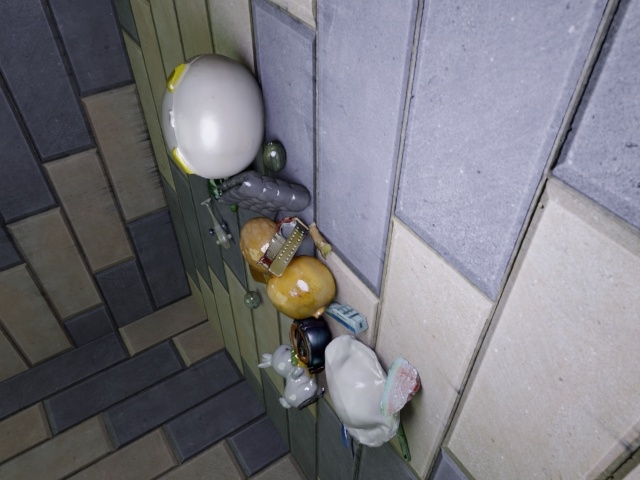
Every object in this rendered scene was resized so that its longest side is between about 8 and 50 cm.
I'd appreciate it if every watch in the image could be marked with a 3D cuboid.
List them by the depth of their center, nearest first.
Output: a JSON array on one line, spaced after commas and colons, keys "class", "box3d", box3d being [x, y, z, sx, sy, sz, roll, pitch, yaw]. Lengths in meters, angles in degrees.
[{"class": "watch", "box3d": [-0.128, 0.032, 1.639, 0.102, 0.268, 0.165, 41, 138, -13]}]

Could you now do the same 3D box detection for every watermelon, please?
[{"class": "watermelon", "box3d": [0.234, 0.439, 1.501, 0.180, 0.081, 0.094, -65, 21, 16]}, {"class": "watermelon", "box3d": [-0.148, -0.269, 1.635, 0.078, 0.078, 0.110, 48, 150, 34]}]

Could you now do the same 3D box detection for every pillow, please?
[{"class": "pillow", "box3d": [-0.191, -0.149, 1.683, 0.326, 0.228, 0.101, -9, 69, 63]}]

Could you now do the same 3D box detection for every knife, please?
[{"class": "knife", "box3d": [0.262, 0.630, 1.716, 0.043, 0.020, 0.293, 17, 129, 57]}]

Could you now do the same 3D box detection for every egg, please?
[{"class": "egg", "box3d": [-0.342, 0.302, 2.585, 0.085, 0.085, 0.110, 51, 167, 30]}]

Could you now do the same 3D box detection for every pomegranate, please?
[{"class": "pomegranate", "box3d": [-0.064, 0.152, 1.693, 0.233, 0.233, 0.233, 46, 150, 37]}]

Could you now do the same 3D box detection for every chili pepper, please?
[{"class": "chili pepper", "box3d": [-0.325, -0.206, 1.968, 0.165, 0.174, 0.261, 18, 132, 27]}]

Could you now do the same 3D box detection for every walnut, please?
[{"class": "walnut", "box3d": [-0.200, 0.015, 1.889, 0.221, 0.195, 0.195, 62, 157, 26]}]

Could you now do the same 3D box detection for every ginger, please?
[{"class": "ginger", "box3d": [0.000, 0.004, 1.634, 0.057, 0.044, 0.137, 37, -162, -55]}]

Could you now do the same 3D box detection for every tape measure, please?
[{"class": "tape measure", "box3d": [-0.028, 0.378, 1.946, 0.223, 0.135, 0.202, 100, 149, -49]}]

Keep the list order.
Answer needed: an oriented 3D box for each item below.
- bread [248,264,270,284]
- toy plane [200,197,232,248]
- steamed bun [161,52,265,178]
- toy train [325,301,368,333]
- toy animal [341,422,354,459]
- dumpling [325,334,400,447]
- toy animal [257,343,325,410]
[{"class": "bread", "box3d": [-0.227, 0.111, 2.130, 0.172, 0.103, 0.132, 2, 105, 63]}, {"class": "toy plane", "box3d": [-0.529, -0.085, 2.617, 0.286, 0.092, 0.108, 61, -179, 5]}, {"class": "steamed bun", "box3d": [-0.329, -0.378, 1.583, 0.334, 0.334, 0.374, 21, 116, 58]}, {"class": "toy train", "box3d": [0.069, 0.238, 1.703, 0.234, 0.052, 0.051, 28, 134, 56]}, {"class": "toy animal", "box3d": [0.127, 0.657, 1.873, 0.176, 0.255, 0.239, 22, 179, 26]}, {"class": "dumpling", "box3d": [0.139, 0.468, 1.657, 0.260, 0.181, 0.341, -42, 38, 44]}, {"class": "toy animal", "box3d": [-0.125, 0.584, 2.260, 0.247, 0.183, 0.310, -49, 66, 28]}]
